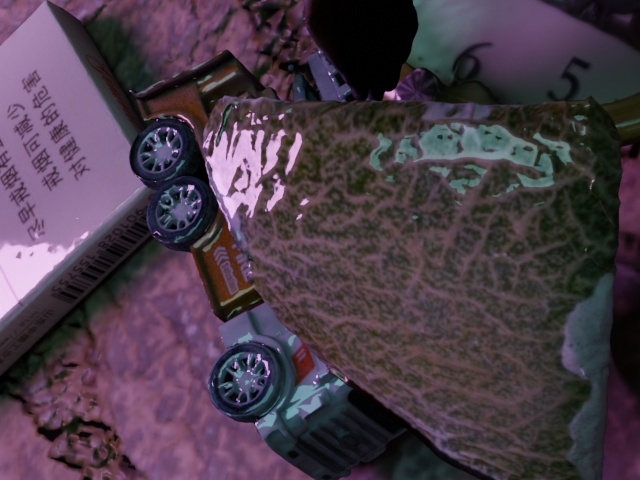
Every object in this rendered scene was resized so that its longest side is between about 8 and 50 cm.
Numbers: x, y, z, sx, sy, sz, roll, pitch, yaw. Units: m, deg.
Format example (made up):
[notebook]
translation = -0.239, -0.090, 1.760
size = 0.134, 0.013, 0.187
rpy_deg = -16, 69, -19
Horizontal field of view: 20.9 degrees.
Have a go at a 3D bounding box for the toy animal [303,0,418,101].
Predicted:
[toy animal]
translation = 0.101, -0.197, 0.529
size = 0.225, 0.302, 0.284
rpy_deg = 7, 80, 26

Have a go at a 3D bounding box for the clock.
[clock]
translation = 0.104, -0.137, 0.694
size = 0.237, 0.057, 0.237
rpy_deg = -7, 70, 19

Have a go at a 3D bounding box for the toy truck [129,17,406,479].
[toy truck]
translation = 0.001, 0.001, 0.716
size = 0.115, 0.080, 0.177
rpy_deg = -29, 58, 12

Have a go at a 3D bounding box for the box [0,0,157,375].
[box]
translation = -0.185, 0.009, 0.861
size = 0.245, 0.035, 0.139
rpy_deg = -44, 56, 14

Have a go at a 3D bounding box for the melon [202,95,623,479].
[melon]
translation = 0.058, -0.007, 0.618
size = 0.202, 0.093, 0.139
rpy_deg = 42, 131, 1
